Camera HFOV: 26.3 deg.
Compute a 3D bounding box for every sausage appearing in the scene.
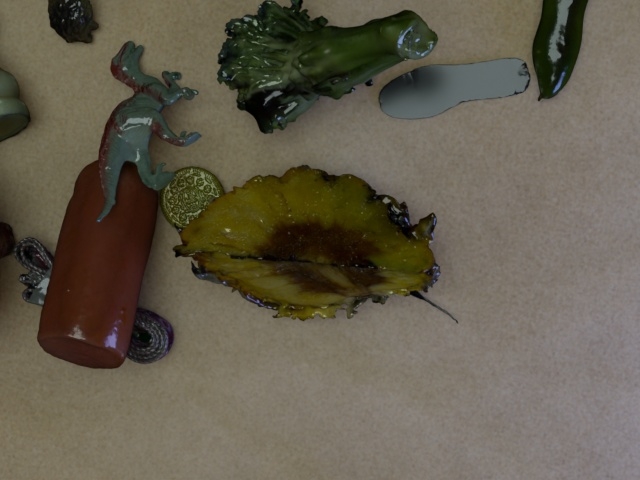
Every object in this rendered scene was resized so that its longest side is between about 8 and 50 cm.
[{"bbox_3d":[-0.264,0.018,1.656,0.114,0.113,0.259,6,67,6],"label":"sausage"}]

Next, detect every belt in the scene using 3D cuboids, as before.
[{"bbox_3d":[-0.290,0.081,1.720,0.232,0.053,0.071,32,96,4],"label":"belt"}]

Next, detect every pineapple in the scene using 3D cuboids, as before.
[{"bbox_3d":[-0.001,0.003,1.663,0.335,0.158,0.161,-1,53,2],"label":"pineapple"}]

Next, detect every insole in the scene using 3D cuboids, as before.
[{"bbox_3d":[0.164,-0.189,1.686,0.188,0.004,0.064,-10,91,6],"label":"insole"}]

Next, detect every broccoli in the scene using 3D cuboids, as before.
[{"bbox_3d":[0.016,-0.217,1.568,0.165,0.304,0.145,-35,110,-33],"label":"broccoli"}]

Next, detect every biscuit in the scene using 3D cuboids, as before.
[{"bbox_3d":[-0.160,-0.051,1.716,0.084,0.023,0.084,0,90,6],"label":"biscuit"}]

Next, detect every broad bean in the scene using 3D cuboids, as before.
[{"bbox_3d":[0.300,-0.290,1.648,0.065,0.046,0.254,18,93,-8],"label":"broad bean"}]

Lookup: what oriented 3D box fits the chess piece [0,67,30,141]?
[{"bbox_3d":[-0.458,-0.241,1.702,0.133,0.133,0.243,-20,83,6],"label":"chess piece"}]

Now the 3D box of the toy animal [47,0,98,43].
[{"bbox_3d":[-0.324,-0.353,1.702,0.086,0.069,0.219,-18,88,26],"label":"toy animal"}]

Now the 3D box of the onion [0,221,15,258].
[{"bbox_3d":[-0.472,0.006,1.669,0.252,0.219,0.252,16,112,48],"label":"onion"}]

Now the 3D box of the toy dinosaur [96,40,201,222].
[{"bbox_3d":[-0.232,-0.127,1.655,0.167,0.053,0.242,27,66,16],"label":"toy dinosaur"}]
